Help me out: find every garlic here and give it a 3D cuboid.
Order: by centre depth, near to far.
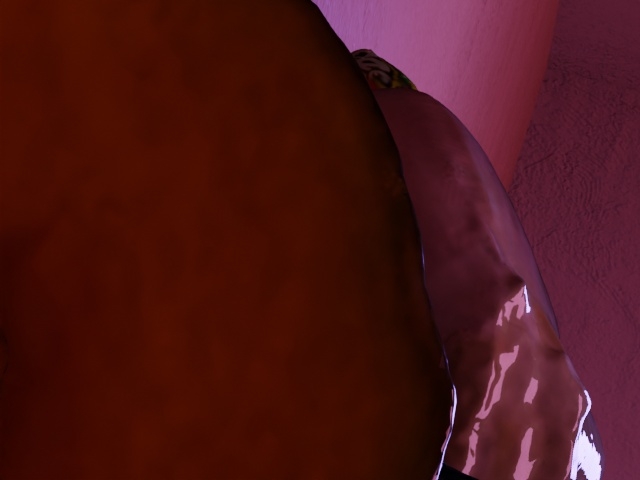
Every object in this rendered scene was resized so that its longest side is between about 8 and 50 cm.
[{"bbox_3d":[0.062,0.053,1.027,0.340,0.246,0.231,29,66,-62],"label":"garlic"}]

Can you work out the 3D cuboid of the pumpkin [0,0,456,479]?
[{"bbox_3d":[-0.053,0.014,0.381,0.130,0.149,0.254,111,-9,-78],"label":"pumpkin"}]

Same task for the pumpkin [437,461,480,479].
[{"bbox_3d":[-0.025,0.145,0.490,0.263,0.293,0.197,13,68,-45],"label":"pumpkin"}]

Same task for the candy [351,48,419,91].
[{"bbox_3d":[0.001,0.002,1.156,0.073,0.077,0.262,-61,172,-49],"label":"candy"}]
